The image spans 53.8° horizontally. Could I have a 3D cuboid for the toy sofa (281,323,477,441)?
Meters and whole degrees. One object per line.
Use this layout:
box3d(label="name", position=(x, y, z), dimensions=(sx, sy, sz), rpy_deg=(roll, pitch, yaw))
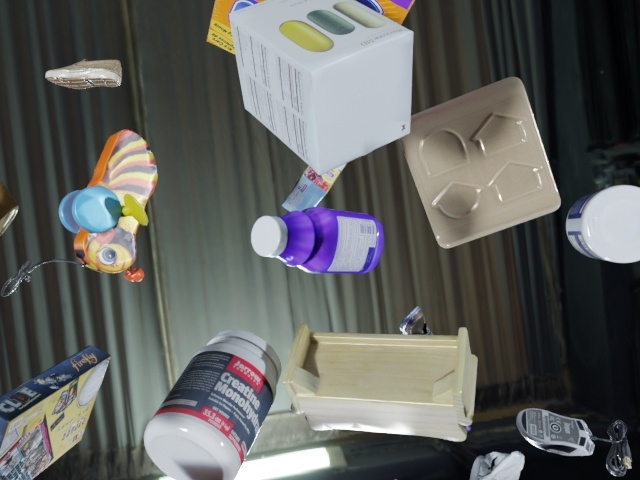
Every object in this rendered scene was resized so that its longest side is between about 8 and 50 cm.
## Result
box3d(label="toy sofa", position=(0.122, 0.277, 1.254), dimensions=(0.362, 0.177, 0.150), rpy_deg=(-2, -135, 20))

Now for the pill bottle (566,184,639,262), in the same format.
box3d(label="pill bottle", position=(0.375, -0.021, 0.823), dimensions=(0.094, 0.094, 0.169), rpy_deg=(-7, 180, 12))

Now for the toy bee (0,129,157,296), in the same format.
box3d(label="toy bee", position=(-0.336, -0.015, 0.996), dimensions=(0.162, 0.298, 0.195), rpy_deg=(40, 178, -30))

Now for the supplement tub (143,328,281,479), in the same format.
box3d(label="supplement tub", position=(-0.202, 0.326, 1.243), dimensions=(0.191, 0.191, 0.272), rpy_deg=(-6, -149, 25))

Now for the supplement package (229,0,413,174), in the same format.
box3d(label="supplement package", position=(0.002, -0.289, 1.096), dimensions=(0.199, 0.198, 0.263), rpy_deg=(-27, -132, -21))

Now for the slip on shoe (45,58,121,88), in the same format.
box3d(label="slip on shoe", position=(-0.411, -0.294, 1.101), dimensions=(0.135, 0.041, 0.051), rpy_deg=(1, 170, 13))

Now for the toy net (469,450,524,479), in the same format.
box3d(label="toy net", position=(0.171, 0.345, 0.810), dimensions=(0.122, 0.232, 0.045), rpy_deg=(15, -158, -36))

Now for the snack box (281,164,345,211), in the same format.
box3d(label="snack box", position=(0.011, -0.167, 1.426), dimensions=(0.207, 0.070, 0.174), rpy_deg=(-56, -175, -27))

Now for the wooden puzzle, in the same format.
box3d(label="wooden puzzle", position=(0.396, -0.193, 1.594), dimensions=(0.322, 0.348, 0.080), rpy_deg=(-20, -172, 11))

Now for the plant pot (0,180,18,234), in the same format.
box3d(label="plant pot", position=(-0.649, -0.086, 1.041), dimensions=(0.237, 0.254, 0.237), rpy_deg=(-47, -165, 16))

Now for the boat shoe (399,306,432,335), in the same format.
box3d(label="boat shoe", position=(0.232, 0.215, 1.490), dimensions=(0.066, 0.066, 0.183), rpy_deg=(-41, 155, -13))

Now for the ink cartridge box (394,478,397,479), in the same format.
box3d(label="ink cartridge box", position=(0.227, 0.762, 1.392), dimensions=(0.071, 0.330, 0.324), rpy_deg=(-24, -161, 3))

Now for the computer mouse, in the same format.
box3d(label="computer mouse", position=(0.427, 0.336, 1.079), dimensions=(0.193, 0.042, 0.106), rpy_deg=(12, -137, 7))

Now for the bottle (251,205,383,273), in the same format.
box3d(label="bottle", position=(0.000, 0.000, 1.118), dimensions=(0.092, 0.118, 0.283), rpy_deg=(13, -174, 40))

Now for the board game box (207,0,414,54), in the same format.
box3d(label="board game box", position=(0.015, -0.577, 1.334), dimensions=(0.356, 0.356, 0.356), rpy_deg=(25, 148, -7))

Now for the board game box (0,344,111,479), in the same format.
box3d(label="board game box", position=(-0.404, 0.266, 0.903), dimensions=(0.042, 0.165, 0.243), rpy_deg=(24, -168, 7))
